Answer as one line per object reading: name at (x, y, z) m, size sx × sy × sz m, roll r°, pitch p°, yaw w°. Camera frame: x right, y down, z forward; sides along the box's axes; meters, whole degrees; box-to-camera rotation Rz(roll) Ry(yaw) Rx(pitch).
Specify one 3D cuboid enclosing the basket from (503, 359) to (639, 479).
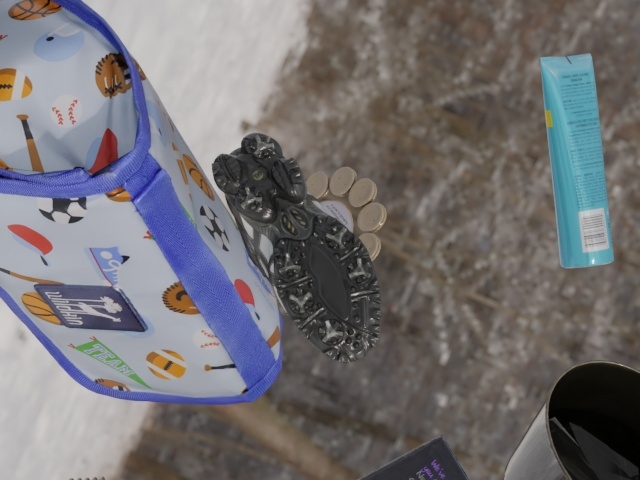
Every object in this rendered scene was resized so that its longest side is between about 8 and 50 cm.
basket at (0.293, 0.248, 1.755) m, size 0.154 × 0.204 × 0.227 m, roll -41°, pitch 175°, yaw -23°

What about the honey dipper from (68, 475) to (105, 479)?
honey dipper at (-0.303, 0.264, 1.670) m, size 0.030 × 0.161 × 0.030 m, roll -3°, pitch 90°, yaw -90°

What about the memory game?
memory game at (0.000, 0.000, 1.858) m, size 0.186 × 0.012 × 0.186 m, roll -21°, pitch -126°, yaw 32°

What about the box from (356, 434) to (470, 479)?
box at (0.006, 0.299, 1.347) m, size 0.270 × 0.143 × 0.165 m, roll -24°, pitch 166°, yaw -27°

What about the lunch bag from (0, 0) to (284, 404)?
lunch bag at (-0.216, -0.036, 1.480) m, size 0.239 × 0.328 × 0.385 m, roll -42°, pitch -134°, yaw -14°

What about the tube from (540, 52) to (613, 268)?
tube at (0.251, -0.078, 1.574) m, size 0.052 × 0.080 × 0.207 m, roll -2°, pitch -83°, yaw 41°

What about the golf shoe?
golf shoe at (-0.011, 0.012, 1.230) m, size 0.077 × 0.198 × 0.094 m, roll -26°, pitch 159°, yaw -7°
